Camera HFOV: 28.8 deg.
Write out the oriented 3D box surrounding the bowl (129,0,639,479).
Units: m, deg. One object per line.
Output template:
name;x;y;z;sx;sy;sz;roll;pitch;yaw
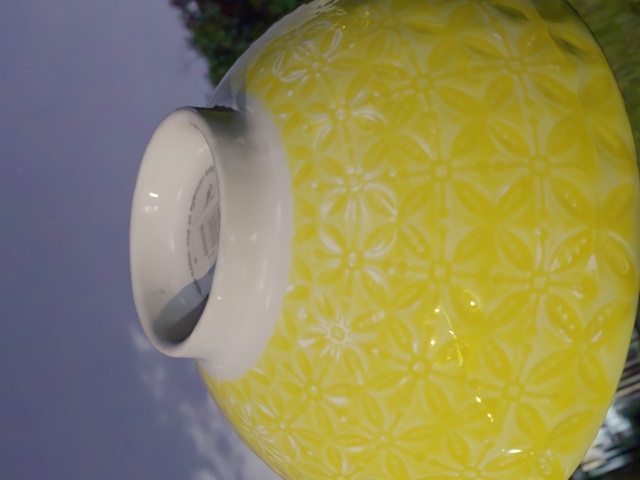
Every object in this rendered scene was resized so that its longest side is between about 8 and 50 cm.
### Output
bowl;0.000;0.000;0.602;0.156;0.289;0.289;3;-126;-29
